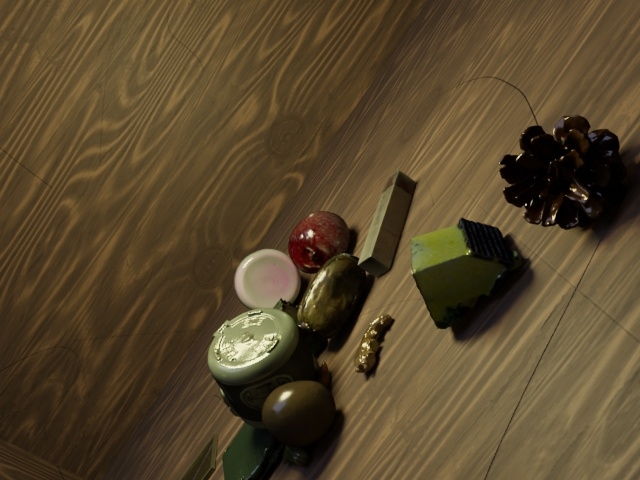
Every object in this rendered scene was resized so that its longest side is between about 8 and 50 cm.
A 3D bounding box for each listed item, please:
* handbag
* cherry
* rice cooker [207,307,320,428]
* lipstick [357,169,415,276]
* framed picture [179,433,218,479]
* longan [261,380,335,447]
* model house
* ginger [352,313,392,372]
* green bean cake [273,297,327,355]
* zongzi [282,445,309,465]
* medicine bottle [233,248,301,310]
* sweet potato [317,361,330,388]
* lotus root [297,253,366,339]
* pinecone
[{"bbox_3d":[-0.190,0.612,1.825,0.247,0.079,0.260,-56,15,5],"label":"handbag"},{"bbox_3d":[0.000,0.000,2.265,0.230,0.203,0.300,-48,3,35],"label":"cherry"},{"bbox_3d":[-0.156,0.365,1.761,0.289,0.276,0.288,-15,34,10],"label":"rice cooker"},{"bbox_3d":[0.210,-0.058,1.940,0.076,0.080,0.371,-38,23,49],"label":"lipstick"},{"bbox_3d":[-0.462,0.867,2.269,0.289,0.020,0.211,-55,15,10],"label":"framed picture"},{"bbox_3d":[-0.056,0.434,1.568,0.189,0.189,0.189,-51,16,21],"label":"longan"},{"bbox_3d":[0.316,0.057,1.332,0.212,0.170,0.194,-22,19,15],"label":"model house"},{"bbox_3d":[0.128,0.263,1.595,0.069,0.051,0.173,-27,35,56],"label":"ginger"},{"bbox_3d":[-0.081,0.282,1.972,0.094,0.173,0.181,-56,16,11],"label":"green bean cake"},{"bbox_3d":[-0.069,0.566,1.606,0.104,0.052,0.113,-115,46,-66],"label":"zongzi"},{"bbox_3d":[-0.222,0.166,2.504,0.256,0.256,0.325,-59,8,-8],"label":"medicine bottle"},{"bbox_3d":[0.000,0.407,1.713,0.044,0.044,0.179,-43,24,41],"label":"sweet potato"},{"bbox_3d":[0.037,0.167,1.880,0.274,0.160,0.152,-60,-9,-16],"label":"lotus root"},{"bbox_3d":[0.439,-0.128,1.142,0.229,0.202,0.202,51,137,45],"label":"pinecone"}]
